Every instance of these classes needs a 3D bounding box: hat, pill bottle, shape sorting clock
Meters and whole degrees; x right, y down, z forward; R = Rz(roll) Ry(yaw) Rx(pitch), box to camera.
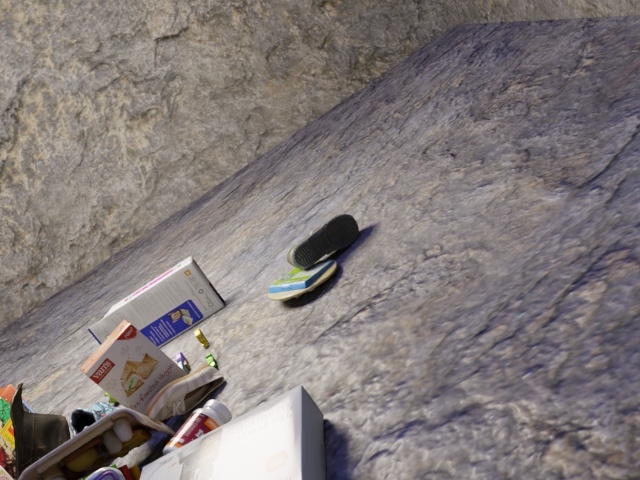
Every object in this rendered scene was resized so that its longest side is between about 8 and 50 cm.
[{"bbox_3d":[-0.669,0.506,1.834,0.133,0.332,0.331,0,11,-18],"label":"hat"},{"bbox_3d":[-0.254,0.411,1.606,0.086,0.086,0.152,-14,28,43],"label":"pill bottle"},{"bbox_3d":[-0.048,0.108,2.068,0.206,0.040,0.206,-22,12,5],"label":"shape sorting clock"}]

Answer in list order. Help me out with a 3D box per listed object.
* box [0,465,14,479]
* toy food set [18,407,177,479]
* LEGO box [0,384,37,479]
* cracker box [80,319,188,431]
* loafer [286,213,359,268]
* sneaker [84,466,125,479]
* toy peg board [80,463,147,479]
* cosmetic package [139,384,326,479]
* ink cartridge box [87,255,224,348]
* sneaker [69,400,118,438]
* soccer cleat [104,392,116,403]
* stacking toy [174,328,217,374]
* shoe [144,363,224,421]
[{"bbox_3d":[-0.680,0.603,1.631,0.103,0.203,0.114,-28,20,14],"label":"box"},{"bbox_3d":[-0.473,0.483,1.656,0.306,0.092,0.220,-33,-24,-2],"label":"toy food set"},{"bbox_3d":[-1.045,0.657,2.079,0.500,0.193,0.372,-26,21,18],"label":"LEGO box"},{"bbox_3d":[-0.435,0.325,1.837,0.156,0.232,0.067,-50,23,-15],"label":"cracker box"},{"bbox_3d":[0.000,0.000,2.140,0.251,0.094,0.087,-28,10,-31],"label":"loafer"},{"bbox_3d":[-0.414,0.540,1.342,0.152,0.114,0.305,-179,105,-80],"label":"sneaker"},{"bbox_3d":[-0.425,0.503,1.561,0.161,0.079,0.160,-27,-9,15],"label":"toy peg board"},{"bbox_3d":[-0.170,0.451,1.378,0.377,0.097,0.284,-29,23,10],"label":"cosmetic package"},{"bbox_3d":[-0.488,0.219,2.281,0.370,0.176,0.069,-33,19,0],"label":"ink cartridge box"},{"bbox_3d":[-0.568,0.455,1.924,0.104,0.125,0.262,-33,20,-6],"label":"sneaker"},{"bbox_3d":[-0.570,0.399,2.174,0.072,0.060,0.179,-24,26,-3],"label":"soccer cleat"},{"bbox_3d":[-0.367,0.328,2.025,0.167,0.052,0.221,-35,20,-5],"label":"stacking toy"},{"bbox_3d":[-0.318,0.363,1.805,0.058,0.077,0.219,29,41,29],"label":"shoe"}]
